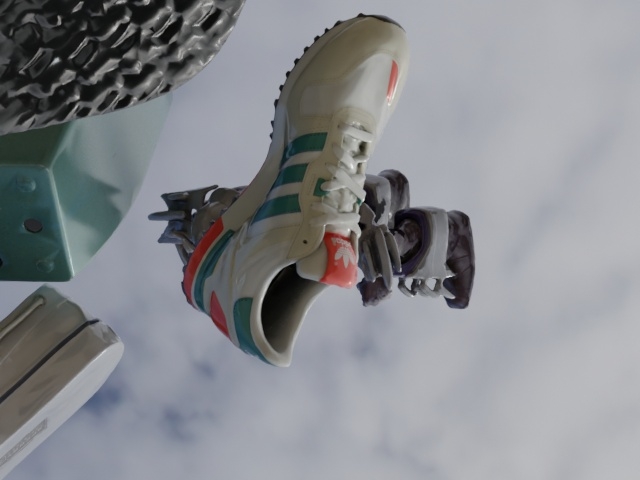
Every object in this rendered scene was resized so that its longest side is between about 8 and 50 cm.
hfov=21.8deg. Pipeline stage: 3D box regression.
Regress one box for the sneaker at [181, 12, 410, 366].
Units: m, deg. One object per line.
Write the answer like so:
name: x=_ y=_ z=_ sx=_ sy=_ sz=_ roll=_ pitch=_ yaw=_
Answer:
sneaker: x=0.003 y=-0.017 z=0.724 sx=0.161 sy=0.057 sz=0.075 roll=-58 pitch=-135 yaw=14

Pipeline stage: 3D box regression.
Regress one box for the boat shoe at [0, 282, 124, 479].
boat shoe: x=-0.245 y=0.124 z=1.084 sx=0.084 sy=0.095 sz=0.258 roll=41 pitch=-127 yaw=13

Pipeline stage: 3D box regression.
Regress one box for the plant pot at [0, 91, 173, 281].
plant pot: x=-0.210 y=-0.088 z=1.157 sx=0.166 sy=0.165 sz=0.234 roll=1 pitch=-138 yaw=6

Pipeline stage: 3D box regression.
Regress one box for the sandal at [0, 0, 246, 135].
sandal: x=-0.221 y=-0.102 z=0.636 sx=0.107 sy=0.446 sz=0.167 roll=40 pitch=-57 yaw=33

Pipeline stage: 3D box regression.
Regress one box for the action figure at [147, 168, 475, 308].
action figure: x=0.000 y=0.000 z=1.206 sx=0.185 sy=0.285 sz=0.099 roll=15 pitch=-81 yaw=37
